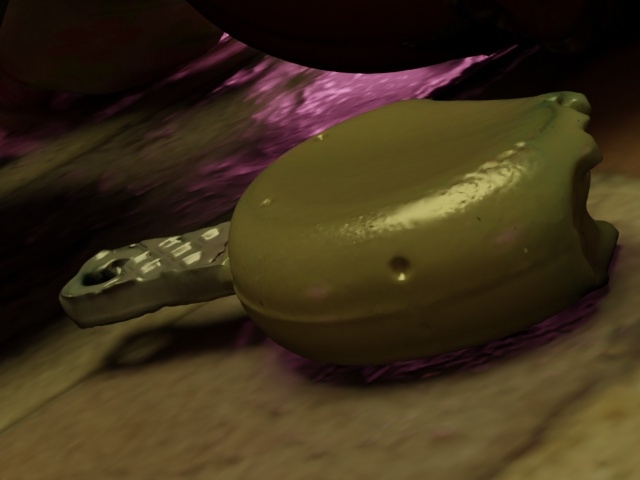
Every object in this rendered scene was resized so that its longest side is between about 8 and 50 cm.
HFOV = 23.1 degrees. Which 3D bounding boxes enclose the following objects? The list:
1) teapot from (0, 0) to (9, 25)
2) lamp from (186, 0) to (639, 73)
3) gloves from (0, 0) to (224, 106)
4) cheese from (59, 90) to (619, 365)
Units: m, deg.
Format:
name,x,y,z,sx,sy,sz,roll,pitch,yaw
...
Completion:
name,x,y,z,sx,sy,sz,roll,pitch,yaw
teapot,-0.268,-0.087,0.555,0.285,0.305,0.223,21,31,-10
lamp,0.053,-0.196,0.554,0.303,0.257,0.303,-39,-15,-12
gloves,-0.120,-0.124,0.779,0.145,0.126,0.241,-25,-14,-24
cheese,0.004,-0.004,0.442,0.171,0.047,0.092,-2,28,44
